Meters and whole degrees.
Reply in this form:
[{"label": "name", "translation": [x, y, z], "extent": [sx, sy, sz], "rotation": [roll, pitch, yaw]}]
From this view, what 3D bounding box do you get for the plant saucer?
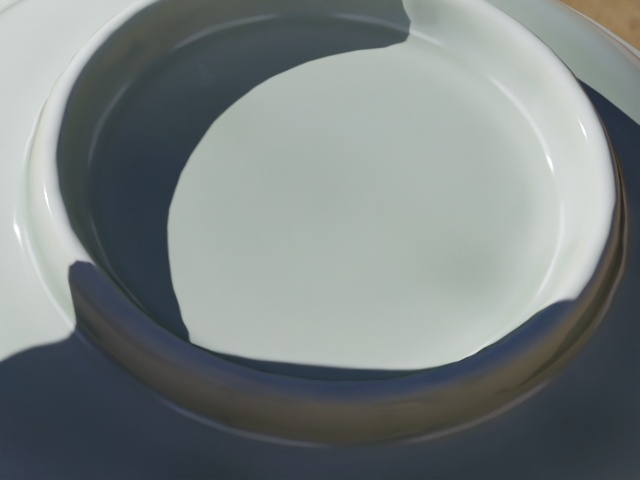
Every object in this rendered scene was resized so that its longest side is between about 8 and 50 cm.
[{"label": "plant saucer", "translation": [0.000, 0.000, 0.719], "extent": [0.400, 0.100, 0.400], "rotation": [3, 53, -4]}]
